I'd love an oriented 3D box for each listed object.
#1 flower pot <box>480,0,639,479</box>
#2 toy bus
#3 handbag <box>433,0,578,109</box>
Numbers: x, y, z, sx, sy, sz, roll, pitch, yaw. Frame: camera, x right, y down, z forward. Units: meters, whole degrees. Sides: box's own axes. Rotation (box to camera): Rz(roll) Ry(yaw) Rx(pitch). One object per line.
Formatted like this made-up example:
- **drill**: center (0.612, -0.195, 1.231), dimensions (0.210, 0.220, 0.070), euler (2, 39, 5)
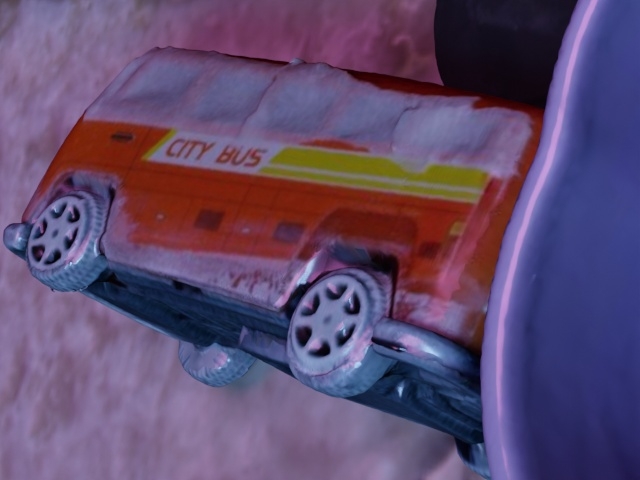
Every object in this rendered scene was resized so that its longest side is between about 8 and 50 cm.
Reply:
- **flower pot**: center (0.213, 0.027, 0.417), dimensions (0.265, 0.243, 0.265), euler (-24, 57, 43)
- **toy bus**: center (0.000, 0.000, 0.702), dimensions (0.265, 0.121, 0.120), euler (14, 76, 47)
- **handbag**: center (0.186, -0.139, 0.631), dimensions (0.332, 0.075, 0.191), euler (-6, 64, 41)
